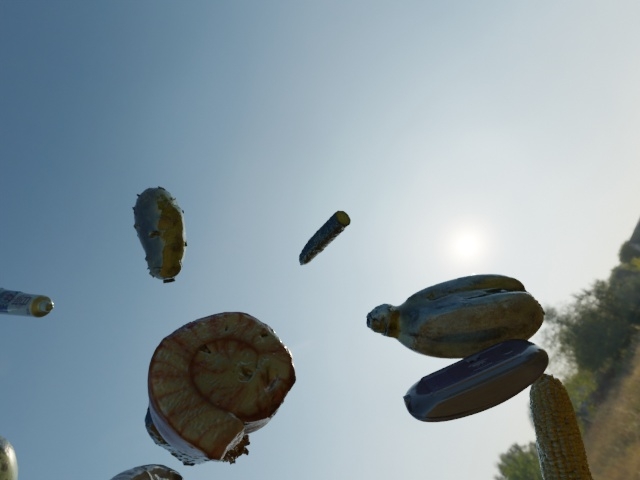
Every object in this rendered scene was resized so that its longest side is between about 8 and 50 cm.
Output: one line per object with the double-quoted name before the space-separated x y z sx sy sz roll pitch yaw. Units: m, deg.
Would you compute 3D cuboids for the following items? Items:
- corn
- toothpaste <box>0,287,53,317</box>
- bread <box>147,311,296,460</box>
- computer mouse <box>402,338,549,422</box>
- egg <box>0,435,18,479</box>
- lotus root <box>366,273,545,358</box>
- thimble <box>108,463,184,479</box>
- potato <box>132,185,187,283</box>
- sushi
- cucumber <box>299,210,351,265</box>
"corn" 0.514 0.441 0.944 0.102 0.101 0.313 55 -149 -51
"toothpaste" -0.551 0.115 0.804 0.038 0.233 0.060 56 -136 -38
"bread" -0.229 0.310 1.010 0.327 0.295 0.114 -30 -27 -39
"computer mouse" 0.244 0.224 0.696 0.232 0.057 0.120 -25 1 -1
"egg" -0.736 0.517 0.953 0.141 0.141 0.182 45 -133 -53
"lotus root" 0.252 0.157 0.848 0.158 0.322 0.140 -90 -14 -60
"thimble" -0.272 0.444 0.601 0.157 0.217 0.245 -34 4 10
"potato" -0.339 -0.018 0.938 0.117 0.226 0.090 -40 -30 30
"sushi" -0.347 0.511 1.292 0.349 0.207 0.234 66 -156 -47
"cucumber" 0.000 0.000 1.544 0.067 0.068 0.293 -20 -19 -46
